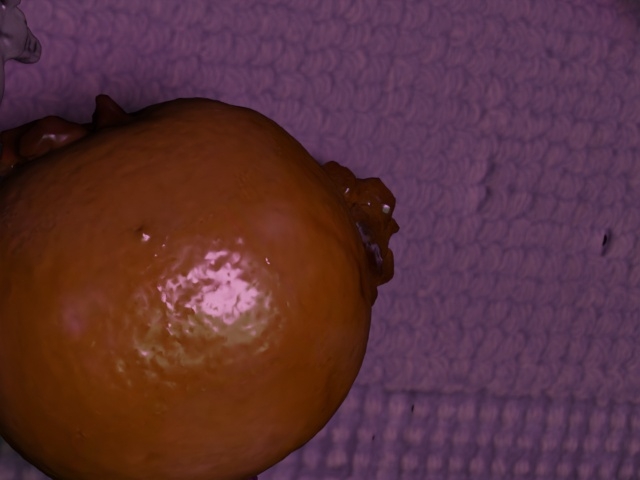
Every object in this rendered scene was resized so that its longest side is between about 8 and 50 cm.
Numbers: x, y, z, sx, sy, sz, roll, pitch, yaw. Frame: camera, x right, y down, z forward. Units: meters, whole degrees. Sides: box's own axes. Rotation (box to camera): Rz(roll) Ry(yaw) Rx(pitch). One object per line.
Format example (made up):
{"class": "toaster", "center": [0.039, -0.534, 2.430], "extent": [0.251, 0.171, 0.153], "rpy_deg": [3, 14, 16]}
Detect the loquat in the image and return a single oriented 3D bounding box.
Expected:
{"class": "loquat", "center": [-0.108, 0.032, 1.144], "extent": [0.275, 0.275, 0.275], "rpy_deg": [-6, 104, -27]}

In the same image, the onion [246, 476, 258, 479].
{"class": "onion", "center": [-0.102, 0.176, 1.291], "extent": [0.115, 0.115, 0.104], "rpy_deg": [19, 48, -30]}

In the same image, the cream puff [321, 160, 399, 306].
{"class": "cream puff", "center": [0.000, 0.000, 1.307], "extent": [0.116, 0.094, 0.122], "rpy_deg": [27, 112, -30]}

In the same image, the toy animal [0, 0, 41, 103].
{"class": "toy animal", "center": [-0.273, -0.072, 1.155], "extent": [0.217, 0.073, 0.176], "rpy_deg": [-11, 101, -21]}
